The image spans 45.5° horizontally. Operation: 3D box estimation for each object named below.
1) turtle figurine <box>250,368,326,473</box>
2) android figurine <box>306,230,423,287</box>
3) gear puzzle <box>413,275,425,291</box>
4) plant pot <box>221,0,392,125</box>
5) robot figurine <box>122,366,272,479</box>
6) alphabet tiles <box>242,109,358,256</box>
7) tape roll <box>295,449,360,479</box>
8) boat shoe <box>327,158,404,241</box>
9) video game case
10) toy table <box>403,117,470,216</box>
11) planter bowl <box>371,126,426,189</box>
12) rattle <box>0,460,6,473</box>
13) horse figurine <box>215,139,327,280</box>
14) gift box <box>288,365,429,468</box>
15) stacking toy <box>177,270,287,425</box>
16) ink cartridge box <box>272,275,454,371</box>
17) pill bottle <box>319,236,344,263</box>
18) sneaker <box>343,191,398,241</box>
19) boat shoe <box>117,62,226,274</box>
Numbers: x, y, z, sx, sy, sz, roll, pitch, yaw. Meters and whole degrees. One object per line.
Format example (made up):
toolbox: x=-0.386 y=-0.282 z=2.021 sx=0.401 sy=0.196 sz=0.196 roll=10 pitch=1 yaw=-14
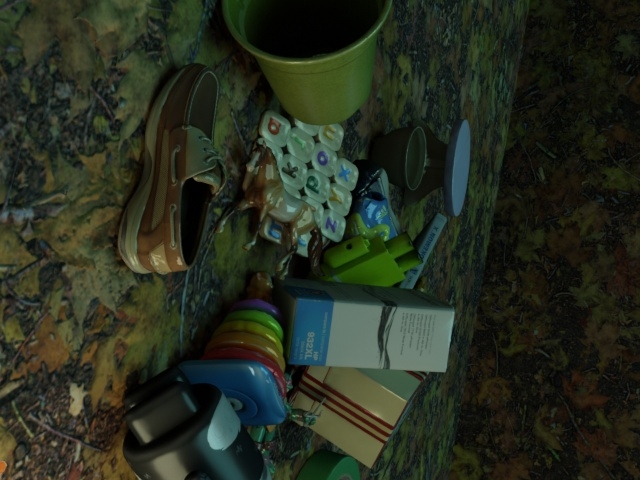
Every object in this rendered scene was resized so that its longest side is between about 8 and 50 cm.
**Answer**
turtle figurine: x=-0.087 y=0.349 z=1.507 sx=0.175 sy=0.118 sz=0.234 roll=17 pitch=97 yaw=-51
android figurine: x=0.081 y=0.070 z=1.645 sx=0.248 sy=0.273 sz=0.056 roll=46 pitch=22 yaw=-59
gear puzzle: x=0.183 y=0.190 z=1.906 sx=0.175 sy=0.044 sz=0.339 roll=-57 pitch=180 yaw=-44
plant pot: x=-0.007 y=-0.341 z=1.321 sx=0.254 sy=0.276 sz=0.276 roll=73 pitch=33 yaw=-64
robot figurine: x=-0.189 y=0.332 z=1.155 sx=0.278 sy=0.174 sz=0.209 roll=62 pitch=29 yaw=-19
alphabet tiles: x=-0.034 y=-0.119 z=1.485 sx=0.278 sy=0.021 sz=0.284 roll=27 pitch=72 yaw=-43
tape roll: x=0.004 y=0.680 z=1.867 sx=0.321 sy=0.077 sz=0.321 roll=8 pitch=90 yaw=-66
boat shoe: x=0.103 y=-0.024 z=1.833 sx=0.158 sy=0.127 sz=0.340 roll=-53 pitch=141 yaw=-29
video game case: x=0.180 y=0.118 z=1.905 sx=0.300 sy=0.036 sz=0.329 roll=-57 pitch=-179 yaw=-40
toy table: x=0.330 y=-0.215 z=2.203 sx=0.252 sy=0.161 sz=0.274 roll=27 pitch=73 yaw=-65
planter bowl: x=0.195 y=-0.215 z=1.961 sx=0.162 sy=0.109 sz=0.162 roll=8 pitch=90 yaw=-67
rattle: x=-0.437 y=0.326 z=0.817 sx=0.130 sy=0.143 sz=0.199 roll=120 pitch=-23 yaw=-58
horse figurine: x=-0.074 y=-0.037 z=1.383 sx=0.263 sy=0.066 sz=0.174 roll=40 pitch=67 yaw=-36
gift box: x=0.073 y=0.324 z=1.692 sx=0.255 sy=0.258 sz=0.276 roll=-34 pitch=153 yaw=-59
stacking toy: x=-0.124 y=0.169 z=1.361 sx=0.301 sy=0.166 sz=0.175 roll=-78 pitch=160 yaw=-46
ink cartridge box: x=0.072 y=0.160 z=1.479 sx=0.223 sy=0.308 sz=0.128 roll=-154 pitch=-109 yaw=-75
pill bottle: x=0.000 y=0.000 z=1.621 sx=0.152 sy=0.086 sz=0.086 roll=44 pitch=58 yaw=-61
sneaker: x=0.139 y=-0.036 z=1.693 sx=0.240 sy=0.091 sz=0.126 roll=21 pitch=84 yaw=-59
boat shoe: x=-0.191 y=-0.102 z=1.120 sx=0.123 sy=0.117 sz=0.324 roll=30 pitch=70 yaw=-65
